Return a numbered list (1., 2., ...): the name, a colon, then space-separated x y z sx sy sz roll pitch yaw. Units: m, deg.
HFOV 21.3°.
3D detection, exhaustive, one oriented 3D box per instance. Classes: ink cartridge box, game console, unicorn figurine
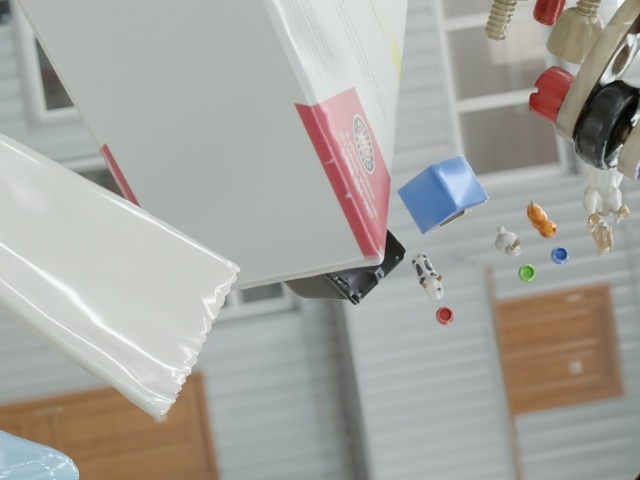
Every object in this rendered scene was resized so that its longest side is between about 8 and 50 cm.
1. ink cartridge box: -0.055 -0.194 1.242 0.385 0.160 0.279 -81 153 -48
2. game console: 0.000 0.000 1.588 0.122 0.107 0.071 46 0 -39
3. unicorn figurine: 0.279 -0.074 1.615 0.111 0.060 0.162 -69 -176 -71

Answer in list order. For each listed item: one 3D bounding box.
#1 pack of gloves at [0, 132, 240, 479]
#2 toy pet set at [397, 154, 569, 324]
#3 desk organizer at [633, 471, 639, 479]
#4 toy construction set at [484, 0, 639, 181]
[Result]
1. pack of gloves: -0.136 -0.015 0.451 0.046 0.232 0.195 -53 -174 34
2. toy pet set: 0.124 -0.010 1.367 0.114 0.122 0.065 61 -3 9
3. desk organizer: 0.267 0.247 1.424 0.050 0.130 0.047 51 -27 -13
4. toy construction set: 0.251 -0.193 1.149 0.309 0.257 0.237 48 -48 46
